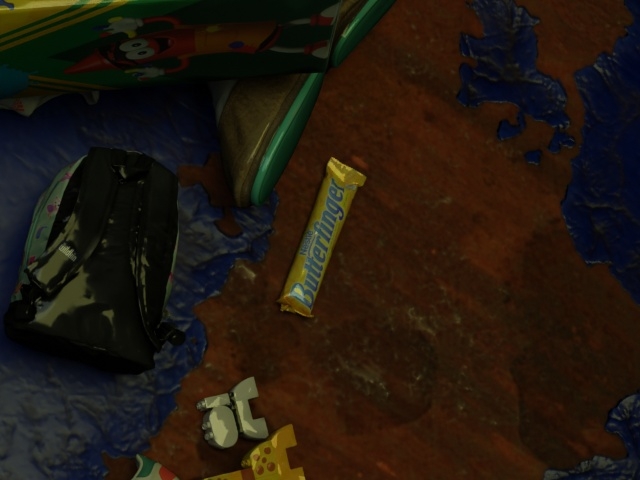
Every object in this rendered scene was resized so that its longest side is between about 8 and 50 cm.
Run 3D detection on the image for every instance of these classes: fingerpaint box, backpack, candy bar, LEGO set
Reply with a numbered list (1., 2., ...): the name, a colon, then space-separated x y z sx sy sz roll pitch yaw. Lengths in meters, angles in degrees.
1. fingerpaint box: -0.199 -0.356 1.434 0.371 0.163 0.444 -5 70 -9
2. backpack: -0.191 0.011 1.453 0.152 0.115 0.182 22 67 -30
3. candy bar: 0.000 0.000 1.595 0.040 0.018 0.161 27 66 -15
4. LEGO set: -0.063 0.231 1.468 0.093 0.087 0.227 -10 80 -26

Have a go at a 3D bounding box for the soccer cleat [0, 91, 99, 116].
1. soccer cleat: -0.280 -0.141 1.482 0.196 0.068 0.076 -11 85 -28

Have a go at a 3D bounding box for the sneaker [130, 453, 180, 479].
1. sneaker: -0.179 0.247 1.436 0.075 0.057 0.161 41 64 9

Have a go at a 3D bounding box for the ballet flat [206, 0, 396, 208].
1. ballet flat: -0.032 -0.181 1.587 0.124 0.116 0.342 28 65 7
